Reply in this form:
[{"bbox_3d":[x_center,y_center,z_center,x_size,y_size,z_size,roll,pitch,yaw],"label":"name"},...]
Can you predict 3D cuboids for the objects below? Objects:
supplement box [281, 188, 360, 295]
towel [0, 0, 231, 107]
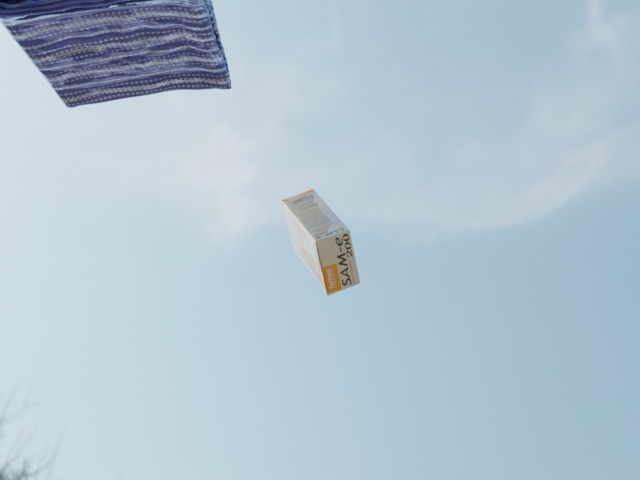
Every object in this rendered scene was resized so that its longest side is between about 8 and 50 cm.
[{"bbox_3d":[0.000,0.000,0.963,0.036,0.098,0.062,-20,-57,-12],"label":"supplement box"},{"bbox_3d":[-0.243,-0.238,1.248,0.243,0.040,0.336,-8,-12,-1],"label":"towel"}]
